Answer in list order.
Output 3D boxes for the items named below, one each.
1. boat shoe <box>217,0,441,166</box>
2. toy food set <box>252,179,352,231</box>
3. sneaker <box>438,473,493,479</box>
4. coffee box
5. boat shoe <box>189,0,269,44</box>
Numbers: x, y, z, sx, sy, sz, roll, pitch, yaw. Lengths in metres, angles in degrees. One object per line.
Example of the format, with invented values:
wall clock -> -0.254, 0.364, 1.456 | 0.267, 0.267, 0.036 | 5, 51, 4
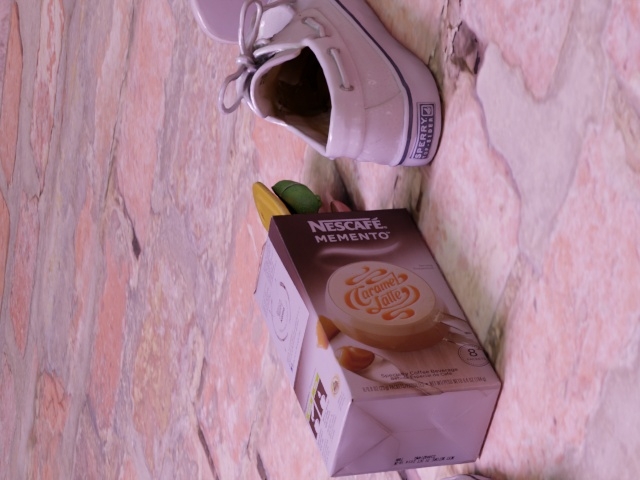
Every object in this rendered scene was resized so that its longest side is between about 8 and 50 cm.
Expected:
boat shoe -> -0.026, -0.158, 1.835 | 0.367, 0.156, 0.135 | -128, 40, -57
toy food set -> 0.000, 0.000, 1.934 | 0.128, 0.071, 0.218 | 69, 170, -25
sneaker -> 0.107, 0.262, 1.584 | 0.321, 0.127, 0.126 | 165, 100, -71
coffee box -> 0.044, 0.085, 1.704 | 0.246, 0.141, 0.098 | -116, 30, -46
boat shoe -> -0.093, -0.376, 2.072 | 0.158, 0.127, 0.340 | -179, 94, -76
